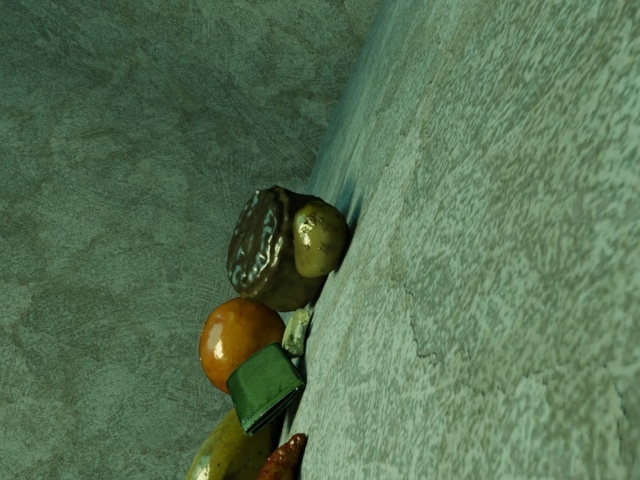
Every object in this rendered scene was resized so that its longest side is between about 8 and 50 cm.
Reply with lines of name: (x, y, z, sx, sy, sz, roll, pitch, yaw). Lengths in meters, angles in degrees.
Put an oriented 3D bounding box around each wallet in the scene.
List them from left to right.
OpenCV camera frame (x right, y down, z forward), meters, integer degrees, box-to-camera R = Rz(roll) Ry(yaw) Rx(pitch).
wallet: (-0.124, 0.321, 1.173, 0.160, 0.055, 0.236, -42, 23, -7)

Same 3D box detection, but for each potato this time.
potato: (0.000, 0.000, 1.169, 0.137, 0.137, 0.176, -82, -9, -60)

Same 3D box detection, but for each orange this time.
orange: (-0.210, 0.297, 1.494, 0.284, 0.226, 0.284, 2, -90, -68)

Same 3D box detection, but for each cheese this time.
cheese: (-0.072, 0.255, 1.348, 0.235, 0.049, 0.127, 117, 167, -63)

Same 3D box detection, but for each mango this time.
mango: (-0.181, 0.478, 1.202, 0.176, 0.176, 0.329, -6, 37, 46)

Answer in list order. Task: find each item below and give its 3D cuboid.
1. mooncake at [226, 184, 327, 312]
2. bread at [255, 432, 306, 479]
mooncake: (-0.111, 0.018, 1.376, 0.324, 0.187, 0.324, -36, 45, 46)
bread: (-0.094, 0.426, 0.824, 0.139, 0.095, 0.269, -60, 6, 28)
